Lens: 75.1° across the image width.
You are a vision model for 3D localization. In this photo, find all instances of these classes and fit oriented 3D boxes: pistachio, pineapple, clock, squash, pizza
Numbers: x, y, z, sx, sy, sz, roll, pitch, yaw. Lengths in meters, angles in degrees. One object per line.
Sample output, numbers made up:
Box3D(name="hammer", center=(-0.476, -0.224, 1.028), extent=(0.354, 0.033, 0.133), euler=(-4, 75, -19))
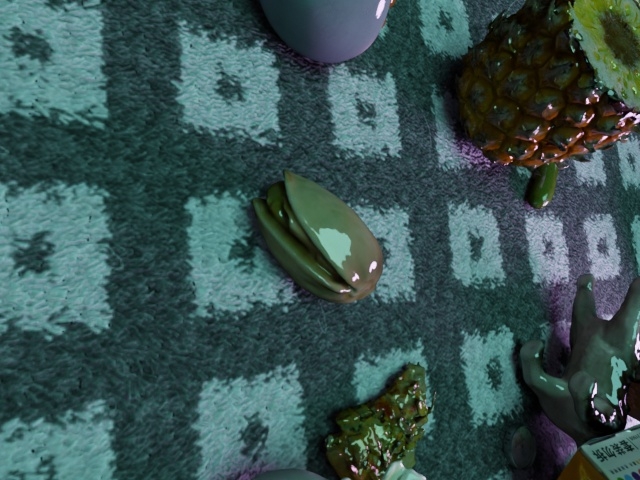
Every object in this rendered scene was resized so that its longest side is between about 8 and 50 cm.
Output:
Box3D(name="pistachio", center=(0.000, 0.000, 0.593), extent=(0.215, 0.144, 0.144), euler=(49, 61, -7))
Box3D(name="pineapple", center=(0.442, -0.308, 0.803), extent=(0.351, 0.300, 0.353), euler=(5, 80, -29))
Box3D(name="clock", center=(0.390, 0.402, 0.812), extent=(0.085, 0.017, 0.085), euler=(6, 79, -30))
Box3D(name="squash", center=(0.524, -0.147, 0.971), extent=(0.052, 0.052, 0.184), euler=(37, 62, -20))
Box3D(name="pizza", center=(0.112, 0.297, 0.640), extent=(0.226, 0.069, 0.147), euler=(-22, 90, -31))

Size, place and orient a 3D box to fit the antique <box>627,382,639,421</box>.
Box3D(name="antique", center=(0.760, 0.344, 0.887), extent=(0.124, 0.284, 0.150), euler=(-6, 86, -6))

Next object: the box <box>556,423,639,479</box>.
Box3D(name="box", center=(0.498, 0.454, 0.731), extent=(0.220, 0.091, 0.274), euler=(-6, 122, -22))

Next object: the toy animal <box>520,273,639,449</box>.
Box3D(name="toy animal", center=(0.587, 0.273, 0.852), extent=(0.344, 0.194, 0.303), euler=(-39, 106, -18))

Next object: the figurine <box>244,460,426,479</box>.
Box3D(name="figurine", center=(0.054, 0.402, 0.508), extent=(0.275, 0.226, 0.394), euler=(-48, 118, 0))

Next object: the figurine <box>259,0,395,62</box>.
Box3D(name="figurine", center=(-0.009, -0.468, 0.674), extent=(0.204, 0.225, 0.382), euler=(-4, 58, -9))
